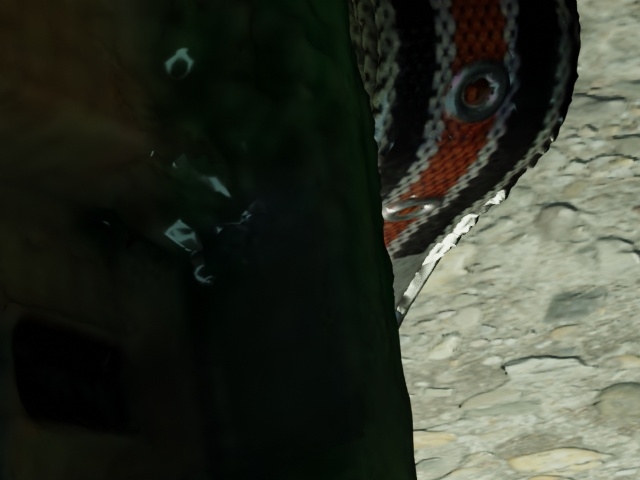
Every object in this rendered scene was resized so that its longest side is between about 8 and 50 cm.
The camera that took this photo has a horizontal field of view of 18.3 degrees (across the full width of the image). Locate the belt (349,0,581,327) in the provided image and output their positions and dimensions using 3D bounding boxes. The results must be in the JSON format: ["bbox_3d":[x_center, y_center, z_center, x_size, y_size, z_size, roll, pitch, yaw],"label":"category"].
[{"bbox_3d":[0.000,0.000,0.823,0.094,0.126,0.359,0,151,-19],"label":"belt"}]

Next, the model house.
[{"bbox_3d":[-0.152,-0.005,0.572,0.245,0.312,0.280,-21,152,30],"label":"model house"}]
